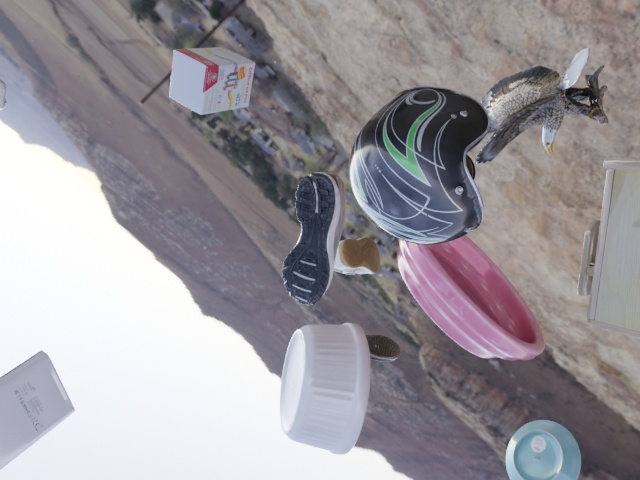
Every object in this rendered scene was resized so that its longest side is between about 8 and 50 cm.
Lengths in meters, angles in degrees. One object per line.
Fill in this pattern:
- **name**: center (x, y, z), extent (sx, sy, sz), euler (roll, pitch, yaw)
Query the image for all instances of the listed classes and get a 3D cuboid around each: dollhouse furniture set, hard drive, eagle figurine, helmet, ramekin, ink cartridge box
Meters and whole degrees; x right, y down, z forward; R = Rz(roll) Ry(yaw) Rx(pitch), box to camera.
- **dollhouse furniture set**: center (0.611, 0.005, 0.872), extent (0.394, 0.256, 0.362), euler (-4, -169, -39)
- **hard drive**: center (-0.755, 0.434, 1.270), extent (0.040, 0.319, 0.210), euler (18, 130, 32)
- **eagle figurine**: center (0.509, -0.304, 1.285), extent (0.298, 0.225, 0.226), euler (-3, 177, 21)
- **helmet**: center (0.116, -0.078, 0.633), extent (0.169, 0.161, 0.169), euler (22, 161, 8)
- **ramekin**: center (0.000, 0.298, 1.127), extent (0.127, 0.273, 0.273), euler (11, 178, -13)
- **ink cartridge box**: center (-0.279, -0.418, 1.408), extent (0.127, 0.176, 0.128), euler (31, 125, 24)

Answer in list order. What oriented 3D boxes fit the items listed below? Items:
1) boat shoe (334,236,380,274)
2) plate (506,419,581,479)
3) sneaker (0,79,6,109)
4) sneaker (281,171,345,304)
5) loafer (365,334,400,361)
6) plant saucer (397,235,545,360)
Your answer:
- **boat shoe**: center (0.079, 0.043, 1.443), extent (0.096, 0.098, 0.277), euler (-12, 168, 26)
- **plate**: center (0.520, 0.516, 1.287), extent (0.024, 0.188, 0.188), euler (34, 175, -29)
- **sneaker**: center (-0.482, -0.274, 0.679), extent (0.110, 0.118, 0.292), euler (-38, 71, 59)
- **sneaker**: center (0.000, 0.000, 1.042), extent (0.100, 0.271, 0.108), euler (19, -160, 20)
- **loafer**: center (0.118, 0.251, 1.270), extent (0.148, 0.056, 0.050), euler (10, 149, 25)
- **plant saucer**: center (0.254, 0.084, 0.973), extent (0.332, 0.084, 0.332), euler (37, -156, -19)
